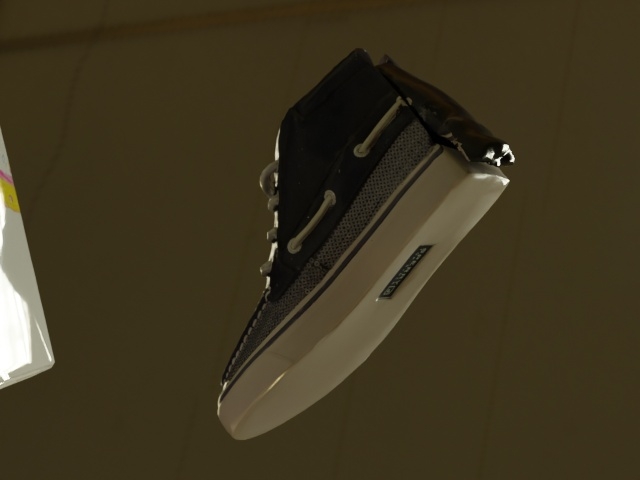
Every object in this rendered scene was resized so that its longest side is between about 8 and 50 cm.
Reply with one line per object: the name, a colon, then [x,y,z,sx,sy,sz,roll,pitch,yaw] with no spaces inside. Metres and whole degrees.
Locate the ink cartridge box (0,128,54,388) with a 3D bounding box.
ink cartridge box: [-0.266,-0.017,0.764,0.171,0.168,0.233,-13,-89,16]

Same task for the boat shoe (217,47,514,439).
boat shoe: [0.000,0.000,1.241,0.340,0.127,0.158,-49,-115,19]
